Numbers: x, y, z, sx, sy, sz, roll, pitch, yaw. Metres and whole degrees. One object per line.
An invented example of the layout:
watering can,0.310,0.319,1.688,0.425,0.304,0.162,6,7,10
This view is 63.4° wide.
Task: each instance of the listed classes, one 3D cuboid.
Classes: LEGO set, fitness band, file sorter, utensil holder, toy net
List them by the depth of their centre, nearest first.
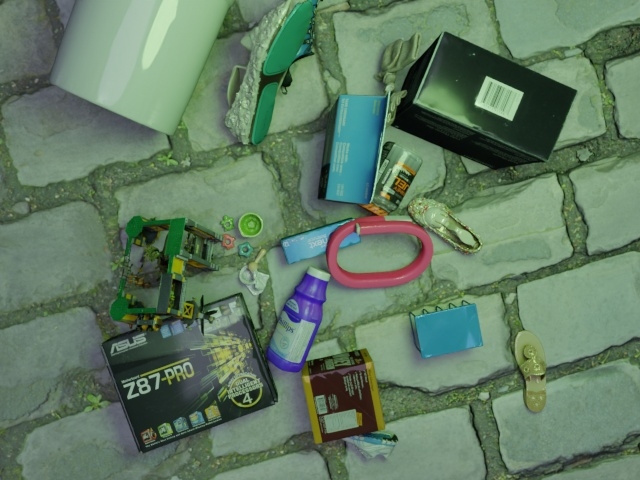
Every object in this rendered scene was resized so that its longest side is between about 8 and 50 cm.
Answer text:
utensil holder,-0.425,-0.488,1.238,0.327,0.327,0.386,24,96,-5
LEGO set,-0.384,0.091,1.358,0.254,0.192,0.332,-13,67,24
fitness band,0.160,0.035,1.390,0.290,0.054,0.209,-2,122,-9
toy net,-0.207,0.041,1.422,0.122,0.045,0.233,-7,95,-3
file sorter,0.343,0.240,1.437,0.170,0.104,0.118,-12,95,-2

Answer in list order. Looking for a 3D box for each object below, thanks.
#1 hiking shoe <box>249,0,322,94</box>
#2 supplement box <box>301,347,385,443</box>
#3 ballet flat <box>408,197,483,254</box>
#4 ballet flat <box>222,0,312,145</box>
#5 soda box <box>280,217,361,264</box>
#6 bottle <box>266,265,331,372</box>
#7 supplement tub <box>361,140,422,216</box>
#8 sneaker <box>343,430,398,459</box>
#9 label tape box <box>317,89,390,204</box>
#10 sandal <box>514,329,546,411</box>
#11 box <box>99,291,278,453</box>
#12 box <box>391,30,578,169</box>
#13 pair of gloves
hiking shoe,-0.058,-0.549,1.366,0.132,0.113,0.304,34,102,-12
supplement box,0.059,0.422,1.423,0.194,0.129,0.192,-11,94,-2
ballet flat,0.354,-0.043,1.431,0.240,0.077,0.091,31,93,-4
ballet flat,-0.155,-0.425,1.280,0.146,0.147,0.409,24,123,-5
soda box,0.000,0.000,1.419,0.210,0.067,0.071,-17,95,-1
bottle,-0.053,0.210,1.406,0.092,0.118,0.283,19,94,-38
supplement tub,0.182,-0.159,1.393,0.117,0.117,0.191,28,93,-5
sneaker,0.121,0.579,1.470,0.190,0.071,0.083,15,99,-4
label tape box,0.071,-0.217,1.266,0.115,0.348,0.249,8,94,-3
sandal,0.617,0.380,1.475,0.088,0.079,0.240,-9,95,-3
box,-0.349,0.355,1.412,0.394,0.097,0.319,-19,92,-3
box,0.380,-0.329,1.294,0.343,0.312,0.179,22,92,-5
pair of gloves,0.176,-0.404,1.331,0.042,0.204,0.240,15,94,-17
